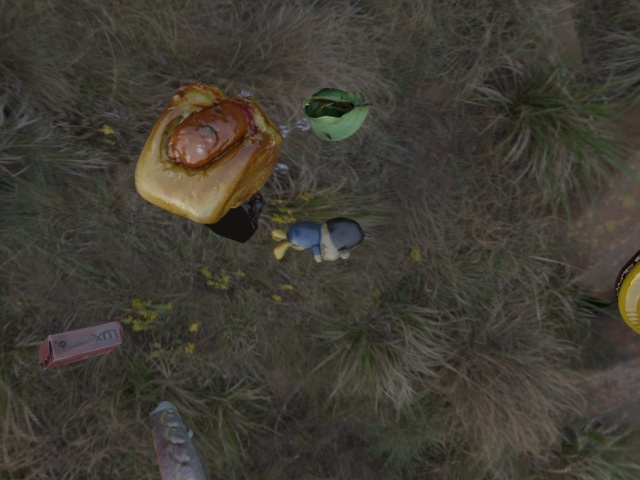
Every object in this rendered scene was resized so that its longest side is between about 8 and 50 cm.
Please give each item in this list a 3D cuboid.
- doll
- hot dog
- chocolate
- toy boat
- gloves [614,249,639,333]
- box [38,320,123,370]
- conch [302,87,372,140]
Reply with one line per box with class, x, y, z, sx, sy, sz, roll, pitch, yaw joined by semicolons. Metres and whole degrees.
doll;0.000;0.000;0.915;0.180;0.101;0.088;-6;137;-6
hot dog;-0.140;-0.132;0.679;0.151;0.256;0.153;25;112;2
chocolate;-0.199;-0.134;1.187;0.177;0.207;0.224;-56;147;-29
toy boat;-0.224;0.387;0.843;0.085;0.227;0.155;-19;132;-17
gloves;0.241;0.125;0.222;0.116;0.294;0.133;-29;123;32
box;-0.533;0.231;1.084;0.156;0.111;0.059;-10;76;-44
conch;0.039;-0.315;1.175;0.144;0.250;0.137;28;92;-5
